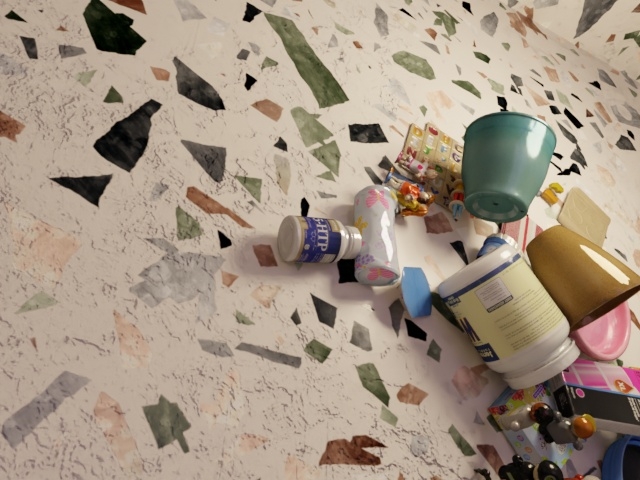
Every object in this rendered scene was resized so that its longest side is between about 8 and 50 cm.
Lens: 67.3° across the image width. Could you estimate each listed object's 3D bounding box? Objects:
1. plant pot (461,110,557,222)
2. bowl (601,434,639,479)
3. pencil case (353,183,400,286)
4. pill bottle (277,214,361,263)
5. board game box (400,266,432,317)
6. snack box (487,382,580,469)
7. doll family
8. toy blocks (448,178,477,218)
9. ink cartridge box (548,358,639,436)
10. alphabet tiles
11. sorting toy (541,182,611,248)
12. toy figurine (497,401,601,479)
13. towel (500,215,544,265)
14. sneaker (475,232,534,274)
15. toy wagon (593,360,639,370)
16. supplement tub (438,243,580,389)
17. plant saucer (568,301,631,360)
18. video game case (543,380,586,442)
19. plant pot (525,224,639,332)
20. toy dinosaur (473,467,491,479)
[{"bbox_3d":[0.550,-0.202,1.453,0.272,0.272,0.255,25,67,-16],"label":"plant pot"},{"bbox_3d":[0.929,0.731,1.316,0.392,0.077,0.390,15,56,-23],"label":"bowl"},{"bbox_3d":[0.149,-0.013,1.272,0.124,0.113,0.272,21,54,-25],"label":"pencil case"},{"bbox_3d":[0.000,0.000,1.178,0.187,0.112,0.111,4,61,-29],"label":"pill bottle"},{"bbox_3d":[0.243,0.138,1.280,0.169,0.033,0.133,6,72,-53],"label":"board game box"},{"bbox_3d":[0.559,0.477,1.252,0.175,0.070,0.207,-25,79,-39],"label":"snack box"},{"bbox_3d":[0.268,-0.152,1.440,0.163,0.118,0.263,31,38,2],"label":"doll family"},{"bbox_3d":[0.470,-0.112,1.545,0.123,0.054,0.148,30,52,-12],"label":"toy blocks"},{"bbox_3d":[0.801,0.427,1.301,0.372,0.069,0.175,13,45,-11],"label":"ink cartridge box"},{"bbox_3d":[0.404,-0.255,1.632,0.285,0.011,0.342,30,52,-11],"label":"alphabet tiles"},{"bbox_3d":[0.995,-0.112,1.882,0.307,0.041,0.229,44,55,0],"label":"sorting toy"},{"bbox_3d":[0.526,0.481,1.093,0.213,0.148,0.209,24,56,-14],"label":"toy figurine"},{"bbox_3d":[0.741,0.040,1.642,0.329,0.037,0.237,37,49,-8],"label":"towel"},{"bbox_3d":[0.593,0.140,1.456,0.330,0.129,0.147,47,65,5],"label":"sneaker"},{"bbox_3d":[0.982,0.479,1.446,0.344,0.068,0.267,41,30,10],"label":"toy wagon"},{"bbox_3d":[0.492,0.198,1.271,0.236,0.235,0.324,-24,77,-38],"label":"supplement tub"},{"bbox_3d":[0.860,0.217,1.541,0.333,0.084,0.331,9,71,-28],"label":"plant saucer"},{"bbox_3d":[0.698,0.474,1.371,0.166,0.015,0.119,39,51,-4],"label":"video game case"},{"bbox_3d":[0.698,0.089,1.333,0.237,0.237,0.254,-8,54,-34],"label":"plant pot"},{"bbox_3d":[0.412,0.595,1.108,0.268,0.064,0.118,20,57,-25],"label":"toy dinosaur"}]
